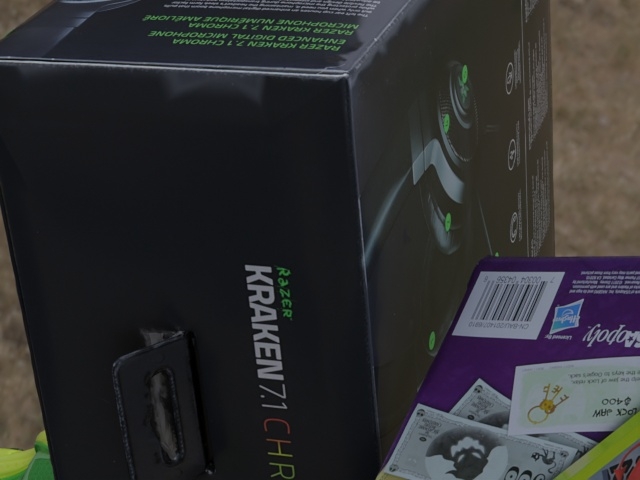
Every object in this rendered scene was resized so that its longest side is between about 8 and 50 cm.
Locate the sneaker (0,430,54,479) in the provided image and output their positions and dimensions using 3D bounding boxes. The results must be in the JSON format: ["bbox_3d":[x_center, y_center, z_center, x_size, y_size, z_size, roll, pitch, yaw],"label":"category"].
[{"bbox_3d":[-0.177,0.197,1.125,0.109,0.295,0.124,16,68,-31],"label":"sneaker"}]

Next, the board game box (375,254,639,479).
[{"bbox_3d":[0.134,0.097,0.388,0.056,0.347,0.208,47,61,-30],"label":"board game box"}]

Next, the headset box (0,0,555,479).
[{"bbox_3d":[0.000,0.000,0.646,0.131,0.246,0.283,5,30,19],"label":"headset box"}]
